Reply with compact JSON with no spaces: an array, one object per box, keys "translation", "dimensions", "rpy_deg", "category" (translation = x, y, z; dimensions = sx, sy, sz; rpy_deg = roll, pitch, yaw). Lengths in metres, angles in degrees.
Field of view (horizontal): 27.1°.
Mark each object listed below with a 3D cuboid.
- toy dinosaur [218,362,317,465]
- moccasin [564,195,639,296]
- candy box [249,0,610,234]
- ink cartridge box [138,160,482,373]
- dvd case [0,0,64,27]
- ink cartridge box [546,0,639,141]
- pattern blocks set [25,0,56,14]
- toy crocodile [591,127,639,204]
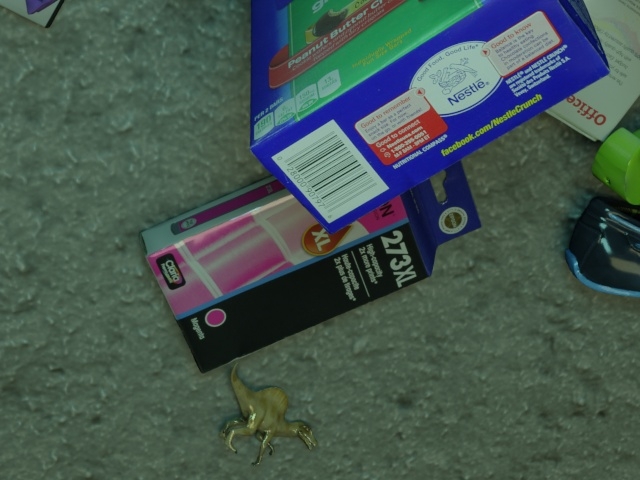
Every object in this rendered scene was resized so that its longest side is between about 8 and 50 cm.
[{"translation":[-0.081,0.210,1.595],"dimensions":[0.092,0.053,0.183],"rpy_deg":[-49,128,-5],"category":"toy dinosaur"},{"translation":[0.467,0.011,1.576],"dimensions":[0.342,0.138,0.117],"rpy_deg":[2,113,-17],"category":"moccasin"},{"translation":[0.077,-0.192,1.139],"dimensions":[0.268,0.317,0.122],"rpy_deg":[-30,121,18],"category":"candy box"},{"translation":[0.000,0.000,1.487],"dimensions":[0.371,0.069,0.176],"rpy_deg":[-24,122,-4],"category":"ink cartridge box"},{"translation":[-0.326,-0.331,1.237],"dimensions":[0.253,0.022,0.180],"rpy_deg":[25,109,-25],"category":"dvd case"},{"translation":[0.295,-0.234,1.418],"dimensions":[0.154,0.093,0.212],"rpy_deg":[27,107,-26],"category":"ink cartridge box"},{"translation":[-0.320,-0.333,1.116],"dimensions":[0.325,0.026,0.285],"rpy_deg":[46,124,0],"category":"pattern blocks set"},{"translation":[0.459,-0.098,1.508],"dimensions":[0.340,0.115,0.105],"rpy_deg":[-8,129,-19],"category":"toy crocodile"}]
